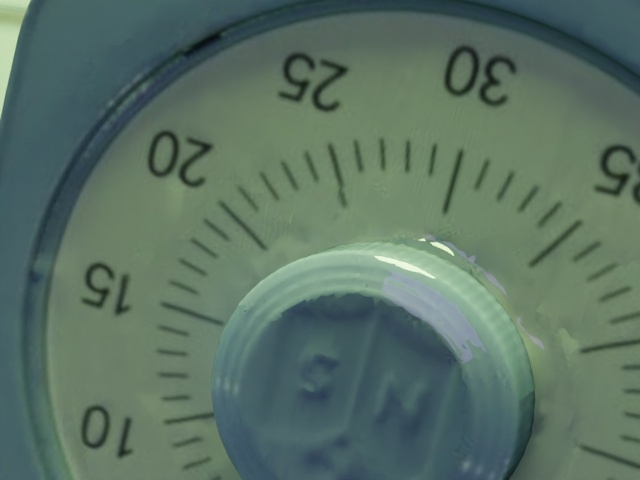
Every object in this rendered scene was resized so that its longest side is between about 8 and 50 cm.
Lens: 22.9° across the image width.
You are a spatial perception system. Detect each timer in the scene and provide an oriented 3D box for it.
[{"bbox_3d":[0.037,0.061,0.633,0.395,0.173,0.394,2,97,17],"label":"timer"}]
